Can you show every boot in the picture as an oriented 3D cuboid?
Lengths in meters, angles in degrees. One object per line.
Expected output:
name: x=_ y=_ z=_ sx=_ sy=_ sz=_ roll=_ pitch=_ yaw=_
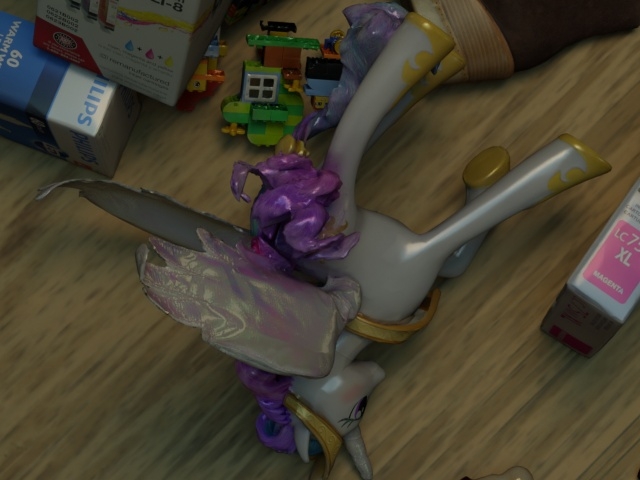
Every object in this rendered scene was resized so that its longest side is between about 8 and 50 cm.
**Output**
boot: x=0.157 y=-0.268 z=1.335 sx=0.207 sy=0.090 sz=0.248 roll=-20 pitch=105 yaw=-10

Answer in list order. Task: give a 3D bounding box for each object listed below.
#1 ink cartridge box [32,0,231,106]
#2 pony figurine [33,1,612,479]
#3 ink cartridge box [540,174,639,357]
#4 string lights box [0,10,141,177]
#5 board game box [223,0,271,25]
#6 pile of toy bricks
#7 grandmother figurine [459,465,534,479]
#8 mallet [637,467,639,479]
ink cartridge box: x=-0.131 y=-0.219 z=1.184 sx=0.128 sy=0.176 sz=0.127 roll=24 pitch=56 yaw=1
pony figurine: x=0.000 y=0.000 z=1.208 sx=0.351 sy=0.303 sz=0.363 roll=33 pitch=96 yaw=-31
ink cartridge box: x=0.294 y=-0.055 z=1.265 sx=0.065 sy=0.186 sz=0.311 roll=32 pitch=80 yaw=8
string lights box: x=-0.287 y=-0.146 z=1.305 sx=0.260 sy=0.133 sz=0.076 roll=21 pitch=78 yaw=4
board game box: x=-0.053 y=-0.284 z=1.347 sx=0.170 sy=0.048 sz=0.141 roll=-35 pitch=82 yaw=-29
pile of toy bricks: x=-0.036 y=-0.122 z=1.329 sx=0.212 sy=0.118 sz=0.105 roll=3 pitch=114 yaw=-9
grandmother figurine: x=0.136 y=0.283 z=1.247 sx=0.342 sy=0.104 sz=0.207 roll=7 pitch=71 yaw=-2
mallet: x=0.355 y=0.220 z=1.276 sx=0.190 sy=0.062 sz=0.039 roll=20 pitch=79 yaw=4
